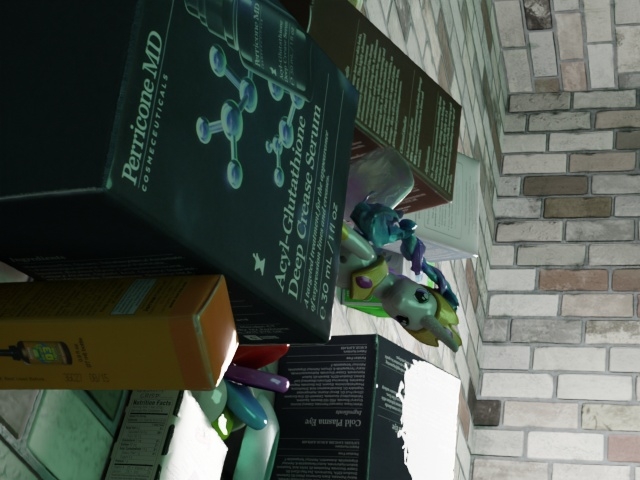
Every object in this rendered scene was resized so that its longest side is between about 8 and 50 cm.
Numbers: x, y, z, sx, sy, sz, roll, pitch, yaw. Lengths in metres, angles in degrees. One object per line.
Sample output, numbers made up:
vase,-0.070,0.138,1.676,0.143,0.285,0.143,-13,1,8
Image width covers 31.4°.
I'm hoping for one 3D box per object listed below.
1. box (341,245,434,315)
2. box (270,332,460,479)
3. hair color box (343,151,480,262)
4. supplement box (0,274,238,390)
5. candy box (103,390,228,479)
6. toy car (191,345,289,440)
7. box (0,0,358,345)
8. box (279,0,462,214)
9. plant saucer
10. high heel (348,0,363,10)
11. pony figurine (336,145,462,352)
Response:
box,0.137,0.029,2.234,0.262,0.127,0.231,28,64,-69
box,0.076,0.341,1.839,0.343,0.179,0.312,34,56,-55
hair color box,0.129,-0.088,1.988,0.374,0.114,0.185,17,71,-46
supplement box,-0.194,0.079,0.977,0.080,0.233,0.078,-68,152,-59
candy box,-0.183,0.298,1.277,0.159,0.071,0.233,69,27,-48
toy car,-0.104,0.162,1.428,0.159,0.136,0.182,41,51,-68
box,-0.147,-0.094,1.075,0.395,0.212,0.293,39,53,-55
box,0.051,-0.205,1.720,0.381,0.143,0.191,36,52,-41
plant saucer,-0.086,0.305,1.551,0.195,0.037,0.195,13,90,-86
high heel,0.015,-0.439,1.965,0.186,0.093,0.261,-130,-125,-71
pony figurine,0.000,0.000,1.477,0.363,0.351,0.303,32,98,-36
